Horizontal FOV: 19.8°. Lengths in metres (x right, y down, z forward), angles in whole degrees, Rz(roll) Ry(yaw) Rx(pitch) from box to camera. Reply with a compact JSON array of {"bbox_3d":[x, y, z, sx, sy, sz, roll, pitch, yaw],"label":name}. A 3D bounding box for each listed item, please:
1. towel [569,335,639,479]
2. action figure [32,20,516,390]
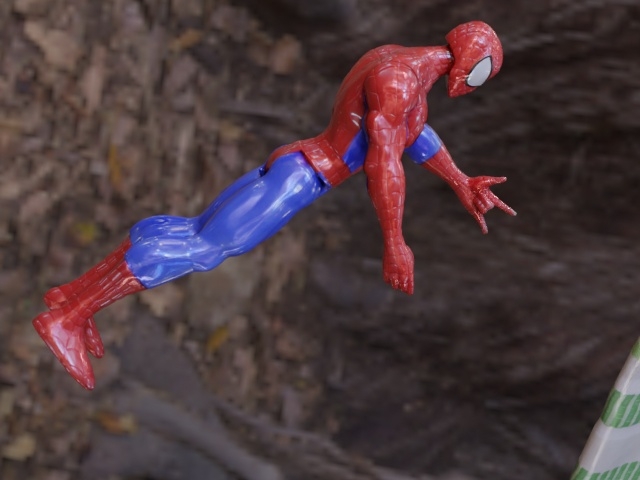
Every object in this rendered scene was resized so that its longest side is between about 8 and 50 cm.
[{"bbox_3d":[0.297,0.119,1.248,0.325,0.248,0.038,107,-29,-45],"label":"towel"},{"bbox_3d":[0.000,0.000,0.977,0.139,0.280,0.091,50,7,-14],"label":"action figure"}]
